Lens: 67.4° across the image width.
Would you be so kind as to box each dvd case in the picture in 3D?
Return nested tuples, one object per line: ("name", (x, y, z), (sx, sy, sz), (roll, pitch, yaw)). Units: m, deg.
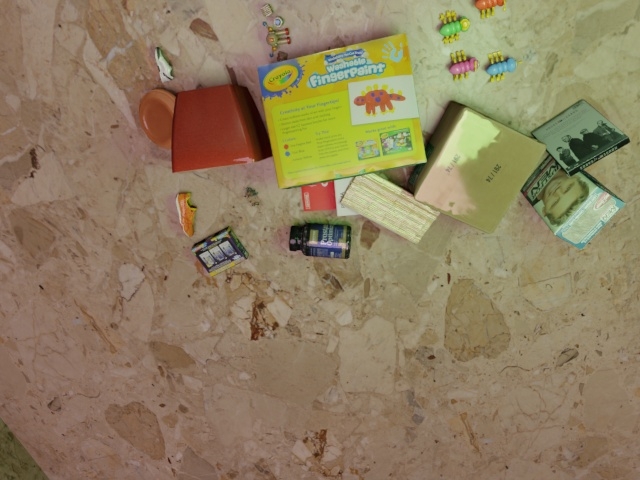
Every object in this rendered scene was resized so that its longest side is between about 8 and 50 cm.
("dvd case", (0.775, -0.313, 1.449), (0.179, 0.239, 0.029), (-33, 127, 19))

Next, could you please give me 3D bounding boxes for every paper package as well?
("paper package", (0.484, -0.234, 1.533), (0.309, 0.168, 0.325), (24, 110, -7))

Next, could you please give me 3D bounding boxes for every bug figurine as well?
("bug figurine", (0.473, -0.592, 1.421), (0.216, 0.072, 0.279), (-16, 115, 12))

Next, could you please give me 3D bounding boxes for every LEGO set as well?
("LEGO set", (-0.248, -0.163, 1.734), (0.054, 0.023, 0.083), (3, 131, 5))

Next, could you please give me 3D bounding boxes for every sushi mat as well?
("sushi mat", (0.235, -0.117, 1.634), (0.316, 0.019, 0.151), (28, 116, -6))

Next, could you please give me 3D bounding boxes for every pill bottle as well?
("pill bottle", (0.000, 0.000, 1.737), (0.219, 0.123, 0.123), (4, 118, 2))

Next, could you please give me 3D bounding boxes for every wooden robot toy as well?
("wooden robot toy", (-0.136, -0.622, 1.452), (0.076, 0.079, 0.173), (-8, 117, 9))

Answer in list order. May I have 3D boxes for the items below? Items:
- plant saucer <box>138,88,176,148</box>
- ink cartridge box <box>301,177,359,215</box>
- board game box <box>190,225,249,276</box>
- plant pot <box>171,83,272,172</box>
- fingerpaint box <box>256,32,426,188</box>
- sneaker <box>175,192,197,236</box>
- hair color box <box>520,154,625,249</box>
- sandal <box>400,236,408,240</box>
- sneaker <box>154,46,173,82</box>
("plant saucer", (-0.526, -0.397, 1.587), (0.199, 0.037, 0.200), (12, 121, 22))
("ink cartridge box", (0.053, -0.228, 1.647), (0.260, 0.066, 0.297), (-4, 117, 5))
("board game box", (-0.383, 0.044, 1.834), (0.170, 0.048, 0.141), (-25, 115, 16))
("plant pot", (-0.318, -0.359, 1.518), (0.267, 0.267, 0.236), (-6, 103, 8))
("fingerpaint box", (0.068, -0.376, 1.457), (0.444, 0.163, 0.372), (-10, 95, 9))
("sneaker", (-0.486, -0.091, 1.766), (0.067, 0.064, 0.175), (-6, 120, -3))
("hair color box", (0.757, -0.137, 1.477), (0.105, 0.347, 0.174), (28, 116, -9))
("sandal", (0.367, -0.082, 1.688), (0.088, 0.079, 0.240), (32, 115, -11))
("sneaker", (-0.502, -0.565, 1.539), (0.043, 0.040, 0.109), (-13, 120, -7))
